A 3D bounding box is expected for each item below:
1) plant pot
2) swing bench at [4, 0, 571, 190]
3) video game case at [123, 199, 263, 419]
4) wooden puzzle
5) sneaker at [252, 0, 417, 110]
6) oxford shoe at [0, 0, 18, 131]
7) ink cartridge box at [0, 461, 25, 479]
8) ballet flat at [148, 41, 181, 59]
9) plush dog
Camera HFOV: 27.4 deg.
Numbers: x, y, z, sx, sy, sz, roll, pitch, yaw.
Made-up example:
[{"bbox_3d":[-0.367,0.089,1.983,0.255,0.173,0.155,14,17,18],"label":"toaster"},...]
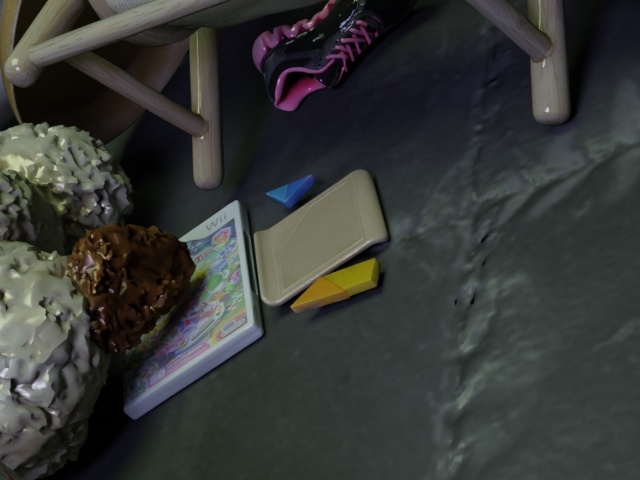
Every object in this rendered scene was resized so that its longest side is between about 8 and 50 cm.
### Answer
[{"bbox_3d":[-0.137,-0.169,0.866,0.032,0.236,0.236,28,68,17],"label":"plant pot"},{"bbox_3d":[-0.003,-0.185,0.695,0.253,0.165,0.254,-9,62,40],"label":"swing bench"},{"bbox_3d":[-0.073,0.035,0.724,0.087,0.011,0.122,-34,31,14],"label":"video game case"},{"bbox_3d":[0.000,0.000,0.683,0.078,0.014,0.116,-26,34,18],"label":"wooden puzzle"},{"bbox_3d":[0.011,-0.118,0.796,0.119,0.047,0.057,-30,46,28],"label":"sneaker"},{"bbox_3d":[-0.295,-0.128,1.089,0.449,0.130,0.169,-51,34,16],"label":"oxford shoe"},{"bbox_3d":[-0.117,0.191,0.420,0.168,0.171,0.233,-47,31,-7],"label":"ink cartridge box"},{"bbox_3d":[-0.081,-0.219,0.996,0.213,0.068,0.072,-45,30,-5],"label":"ballet flat"},{"bbox_3d":[-0.200,0.041,0.704,0.225,0.210,0.262,34,82,36],"label":"plush dog"}]
